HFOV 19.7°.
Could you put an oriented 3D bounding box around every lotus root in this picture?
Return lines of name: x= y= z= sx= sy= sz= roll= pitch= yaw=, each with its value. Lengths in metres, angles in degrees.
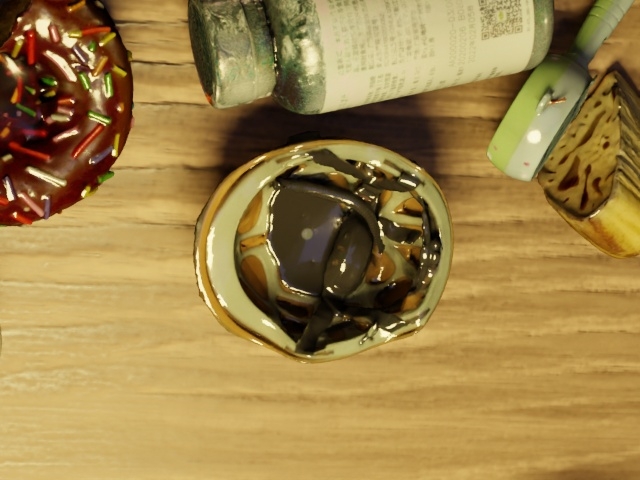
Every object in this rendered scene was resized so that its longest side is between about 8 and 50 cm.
lotus root: x=0.266 y=-0.051 z=1.682 sx=0.135 sy=0.095 sz=0.159 roll=45 pitch=47 yaw=-25

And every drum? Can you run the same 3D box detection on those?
drum: x=0.230 y=-0.157 z=1.659 sx=0.049 sy=0.130 sz=0.253 roll=32 pitch=62 yaw=8

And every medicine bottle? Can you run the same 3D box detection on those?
medicine bottle: x=0.039 y=-0.187 z=1.549 sx=0.293 sy=0.141 sz=0.141 roll=-13 pitch=106 yaw=-14

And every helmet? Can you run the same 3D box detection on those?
helmet: x=0.000 y=0.000 z=1.588 sx=0.224 sy=0.130 sz=0.198 roll=-3 pitch=99 yaw=-5

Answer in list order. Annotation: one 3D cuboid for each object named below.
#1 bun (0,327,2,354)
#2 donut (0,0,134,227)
bun: x=-0.341 y=0.086 z=1.509 sx=0.172 sy=0.120 sz=0.173 roll=-1 pitch=86 yaw=12
donut: x=-0.255 y=-0.108 z=1.492 sx=0.230 sy=0.096 sz=0.216 roll=-13 pitch=109 yaw=-24
